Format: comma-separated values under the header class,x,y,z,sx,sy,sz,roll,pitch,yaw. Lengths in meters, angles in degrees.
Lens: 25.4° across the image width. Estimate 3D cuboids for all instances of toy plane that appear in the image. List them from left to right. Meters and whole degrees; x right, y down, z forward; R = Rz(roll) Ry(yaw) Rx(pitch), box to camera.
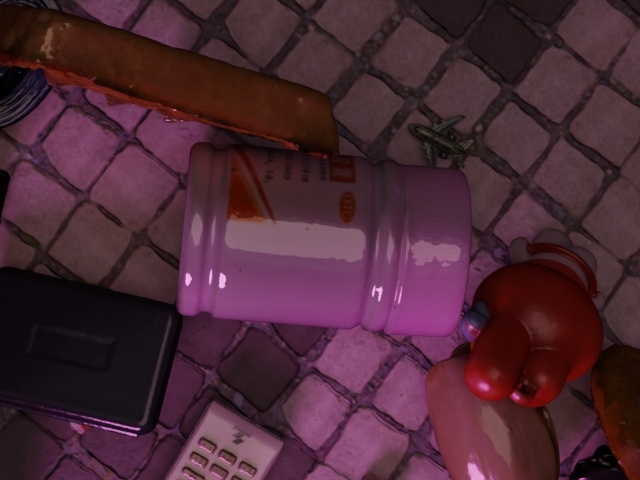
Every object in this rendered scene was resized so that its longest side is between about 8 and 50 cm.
class,x,y,z,sx,sy,sz,roll,pitch,yaw
toy plane,0.143,-0.120,1.716,0.083,0.033,0.080,26,88,2

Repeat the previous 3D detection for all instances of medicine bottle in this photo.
class,x,y,z,sx,sy,sz,roll,pitch,yaw
medicine bottle,0.000,0.000,1.615,0.316,0.202,0.202,6,89,-6

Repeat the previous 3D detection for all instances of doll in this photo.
class,x,y,z,sx,sy,sz,roll,pitch,yaw
doll,0.246,0.095,1.620,0.161,0.130,0.290,38,42,-4

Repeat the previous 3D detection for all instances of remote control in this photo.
class,x,y,z,sx,sy,sz,roll,pitch,yaw
remote control,-0.156,0.330,1.670,0.103,0.055,0.277,31,86,-4

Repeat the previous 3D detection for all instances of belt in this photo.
class,x,y,z,sx,sy,sz,roll,pitch,yaw
belt,-0.371,-0.217,1.641,0.141,0.082,0.190,36,86,-10

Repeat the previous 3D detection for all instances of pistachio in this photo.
class,x,y,z,sx,sy,sz,roll,pitch,yaw
pistachio,0.205,0.226,1.667,0.144,0.144,0.215,-25,94,-5

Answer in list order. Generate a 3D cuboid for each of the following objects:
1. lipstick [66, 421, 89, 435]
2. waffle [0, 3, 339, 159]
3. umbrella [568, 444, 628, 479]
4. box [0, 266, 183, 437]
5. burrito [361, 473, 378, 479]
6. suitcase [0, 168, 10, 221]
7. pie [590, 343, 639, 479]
class,x,y,z,sx,sy,sz,roll,pitch,yaw
lipstick,-0.245,0.173,1.671,0.131,0.038,0.038,-41,93,-5
waffle,-0.175,-0.171,1.517,0.348,0.304,0.077,15,92,-24
umbrella,0.274,0.380,1.692,0.340,0.118,0.118,-44,94,-1
box,-0.284,0.128,1.636,0.230,0.050,0.160,12,79,5
burrito,0.032,0.357,1.696,0.051,0.042,0.171,33,85,6
suitcase,-0.524,-0.050,1.552,0.335,0.229,0.152,18,95,-6
pie,0.416,0.235,1.660,0.273,0.273,0.069,51,127,-3
